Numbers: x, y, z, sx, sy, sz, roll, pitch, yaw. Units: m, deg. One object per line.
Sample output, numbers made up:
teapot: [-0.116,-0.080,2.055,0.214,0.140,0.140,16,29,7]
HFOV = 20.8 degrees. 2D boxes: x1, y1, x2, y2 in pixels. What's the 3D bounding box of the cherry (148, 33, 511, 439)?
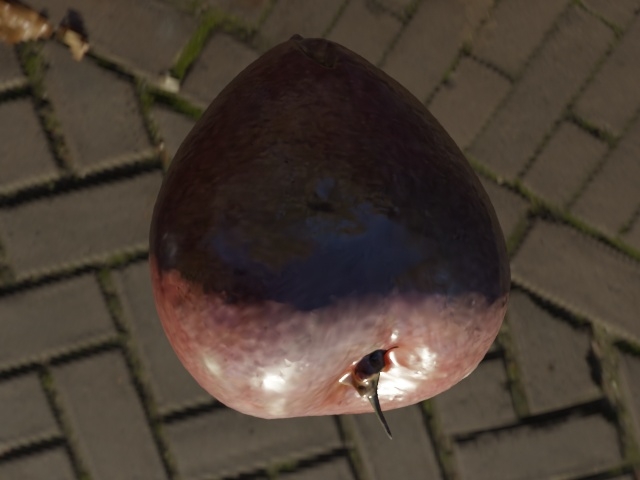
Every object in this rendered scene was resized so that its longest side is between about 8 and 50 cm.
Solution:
cherry: [0.000,0.000,1.258,0.261,0.221,0.307,-3,72,-27]
